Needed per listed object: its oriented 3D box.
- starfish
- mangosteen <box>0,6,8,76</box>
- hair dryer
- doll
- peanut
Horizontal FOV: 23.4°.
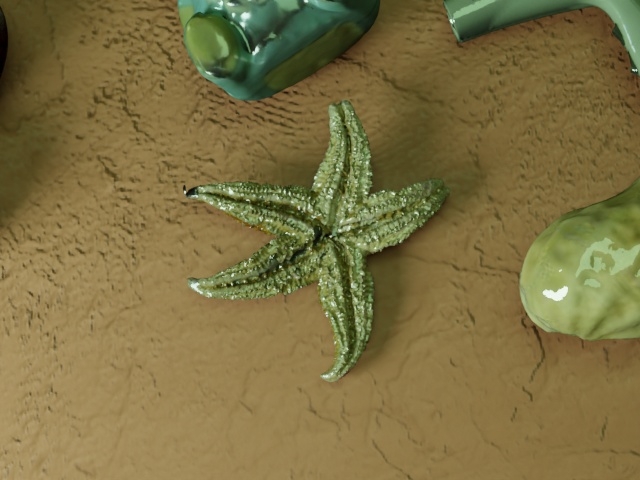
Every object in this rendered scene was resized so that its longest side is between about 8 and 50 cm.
[{"bbox_3d":[0.000,0.000,1.301,0.227,0.043,0.240,-5,76,1],"label":"starfish"},{"bbox_3d":[-0.341,-0.174,1.305,0.152,0.152,0.152,0,72,0],"label":"mangosteen"},{"bbox_3d":[0.217,-0.186,1.337,0.219,0.088,0.225,-5,68,13],"label":"hair dryer"},{"bbox_3d":[-0.072,-0.263,1.323,0.177,0.161,0.261,-35,76,12],"label":"doll"},{"bbox_3d":[0.294,-0.011,1.260,0.290,0.130,0.130,-35,75,-9],"label":"peanut"}]
